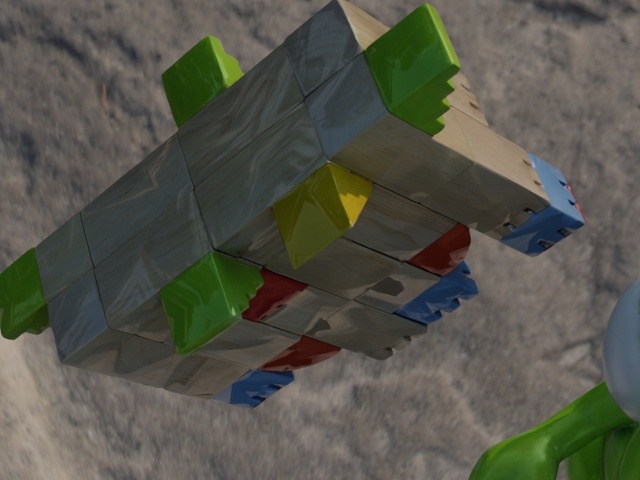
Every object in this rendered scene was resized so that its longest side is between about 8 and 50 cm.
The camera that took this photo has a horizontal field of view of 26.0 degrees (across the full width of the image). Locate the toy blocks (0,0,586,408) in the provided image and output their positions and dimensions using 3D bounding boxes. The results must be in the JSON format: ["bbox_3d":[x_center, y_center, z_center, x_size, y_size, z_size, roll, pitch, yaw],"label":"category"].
[{"bbox_3d":[0.000,0.000,0.966,0.381,0.261,0.190,-36,55,25],"label":"toy blocks"}]

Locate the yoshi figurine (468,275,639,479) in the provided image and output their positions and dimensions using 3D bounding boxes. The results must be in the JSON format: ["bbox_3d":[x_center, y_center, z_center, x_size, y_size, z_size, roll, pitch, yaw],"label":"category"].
[{"bbox_3d":[0.190,0.127,0.682,0.204,0.362,0.203,-30,62,-8],"label":"yoshi figurine"}]
